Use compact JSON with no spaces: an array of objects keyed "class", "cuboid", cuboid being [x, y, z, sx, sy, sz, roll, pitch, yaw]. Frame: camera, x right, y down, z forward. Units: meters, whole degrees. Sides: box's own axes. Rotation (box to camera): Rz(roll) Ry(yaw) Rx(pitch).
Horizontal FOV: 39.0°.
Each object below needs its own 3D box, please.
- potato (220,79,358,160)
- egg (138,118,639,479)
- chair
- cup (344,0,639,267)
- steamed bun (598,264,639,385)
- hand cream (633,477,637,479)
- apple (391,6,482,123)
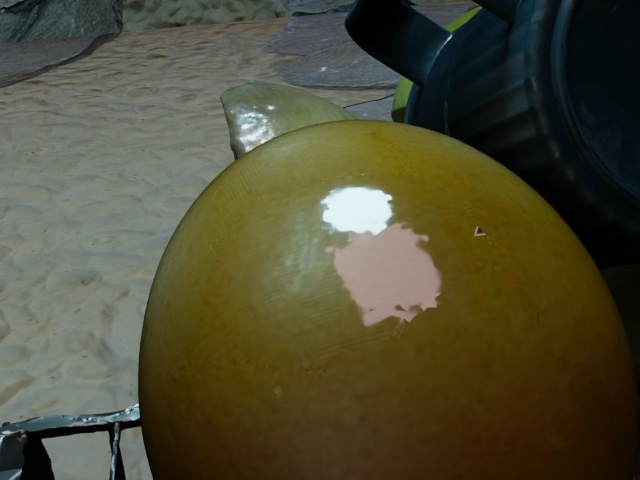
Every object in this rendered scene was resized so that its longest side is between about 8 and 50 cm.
[{"class":"potato","cuboid":[0.033,-0.017,0.809,0.190,0.264,0.211,-13,19,-3]},{"class":"egg","cuboid":[0.032,0.076,0.544,0.283,0.282,0.351,-8,36,-14]},{"class":"chair","cuboid":[-0.208,0.175,0.543,0.229,0.113,0.106,-4,29,-5]},{"class":"cup","cuboid":[0.195,-0.122,0.661,0.242,0.307,0.292,-30,3,-7]},{"class":"steamed bun","cuboid":[0.313,0.051,0.758,0.213,0.110,0.231,-9,35,22]},{"class":"hand cream","cuboid":[0.165,0.161,0.651,0.086,0.055,0.235,-17,35,-25]},{"class":"apple","cuboid":[0.216,-0.110,0.941,0.292,0.291,0.254,-4,-3,-5]}]
